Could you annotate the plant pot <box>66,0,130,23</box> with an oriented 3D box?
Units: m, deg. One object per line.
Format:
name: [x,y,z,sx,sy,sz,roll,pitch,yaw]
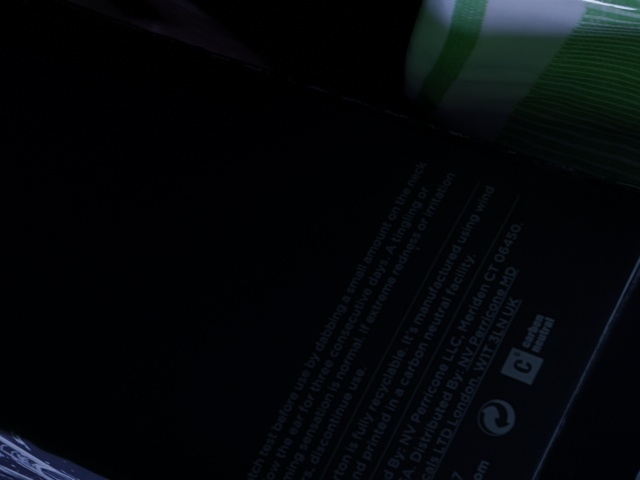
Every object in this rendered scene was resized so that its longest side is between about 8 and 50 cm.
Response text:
plant pot: [-0.196,-0.067,1.017,0.205,0.205,0.188,27,159,-37]

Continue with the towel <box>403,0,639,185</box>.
towel: [0.182,-0.016,0.597,0.325,0.038,0.248,23,175,3]

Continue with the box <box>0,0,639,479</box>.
box: [-0.002,0.080,0.826,0.312,0.179,0.343,21,163,26]
